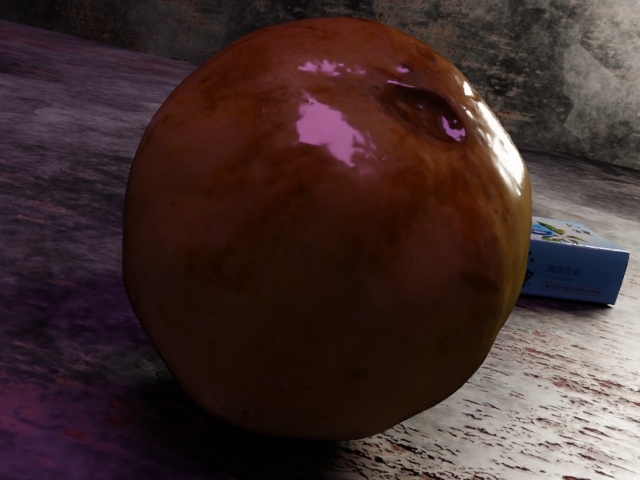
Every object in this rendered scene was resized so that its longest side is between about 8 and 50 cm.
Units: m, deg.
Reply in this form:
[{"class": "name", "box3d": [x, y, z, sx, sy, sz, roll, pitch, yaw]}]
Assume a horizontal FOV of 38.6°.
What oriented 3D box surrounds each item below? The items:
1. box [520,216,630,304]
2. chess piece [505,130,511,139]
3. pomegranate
[{"class": "box", "box3d": [0.281, 0.018, 1.256, 0.232, 0.083, 0.142, 6, 15, -14]}, {"class": "chess piece", "box3d": [0.215, -0.108, 1.547, 0.182, 0.182, 0.330, 16, 22, 16]}, {"class": "pomegranate", "box3d": [0.000, 0.000, 0.734, 0.338, 0.338, 0.338, 10, 15, -3]}]
